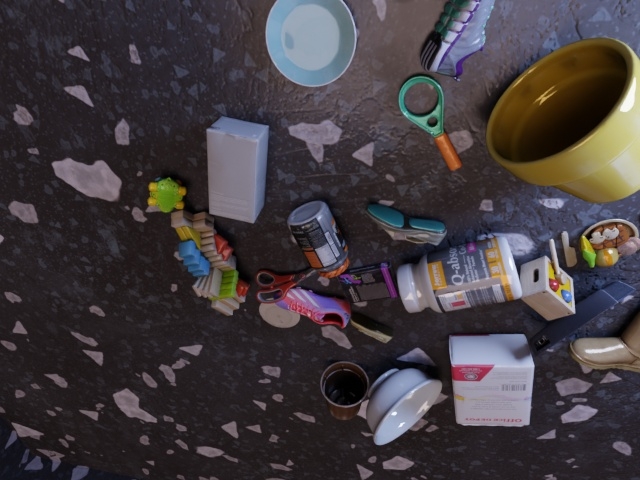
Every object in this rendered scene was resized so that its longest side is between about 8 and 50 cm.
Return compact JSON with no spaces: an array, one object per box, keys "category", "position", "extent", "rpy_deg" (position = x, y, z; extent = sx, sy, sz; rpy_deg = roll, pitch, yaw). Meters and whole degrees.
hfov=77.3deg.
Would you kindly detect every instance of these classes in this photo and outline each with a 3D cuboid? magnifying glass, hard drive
[{"category":"magnifying glass","position":[0.250,-0.253,0.879],"extent":[0.092,0.026,0.231],"rpy_deg":[-24,118,27]},{"category":"hard drive","position":[0.673,0.202,1.045],"extent":[0.172,0.054,0.254],"rpy_deg":[-8,143,-39]}]

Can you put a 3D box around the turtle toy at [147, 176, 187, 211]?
[{"category":"turtle toy","position":[-0.420,-0.123,1.096],"extent":[0.095,0.066,0.130],"rpy_deg":[7,133,-22]}]

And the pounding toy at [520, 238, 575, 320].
[{"category":"pounding toy","position":[0.577,0.099,1.008],"extent":[0.130,0.141,0.100],"rpy_deg":[36,141,-14]}]

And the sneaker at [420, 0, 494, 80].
[{"category":"sneaker","position":[0.281,-0.410,0.738],"extent":[0.098,0.083,0.223],"rpy_deg":[11,135,-22]}]

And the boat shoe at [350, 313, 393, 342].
[{"category":"boat shoe","position":[0.158,0.284,1.277],"extent":[0.153,0.056,0.048],"rpy_deg":[23,123,-14]}]

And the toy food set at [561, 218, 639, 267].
[{"category":"toy food set","position":[0.695,0.008,0.962],"extent":[0.192,0.038,0.132],"rpy_deg":[-18,120,24]}]

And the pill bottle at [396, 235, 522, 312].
[{"category":"pill bottle","position":[0.350,0.097,1.028],"extent":[0.279,0.162,0.162],"rpy_deg":[-16,121,22]}]

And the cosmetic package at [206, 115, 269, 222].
[{"category":"cosmetic package","position":[-0.205,-0.172,0.994],"extent":[0.127,0.107,0.237],"rpy_deg":[14,125,2]}]

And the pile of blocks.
[{"category":"pile of blocks","position":[-0.303,0.069,1.162],"extent":[0.113,0.148,0.361],"rpy_deg":[-12,122,21]}]

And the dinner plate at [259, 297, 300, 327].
[{"category":"dinner plate","position":[-0.139,0.248,1.340],"extent":[0.142,0.017,0.141],"rpy_deg":[6,128,8]}]

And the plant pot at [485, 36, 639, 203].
[{"category":"plant pot","position":[0.490,-0.191,0.747],"extent":[0.239,0.253,0.254],"rpy_deg":[28,128,-26]}]

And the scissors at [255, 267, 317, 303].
[{"category":"scissors","position":[-0.067,0.122,1.208],"extent":[0.298,0.021,0.108],"rpy_deg":[-12,92,17]}]

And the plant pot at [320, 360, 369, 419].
[{"category":"plant pot","position":[0.085,0.547,1.430],"extent":[0.167,0.166,0.165],"rpy_deg":[6,135,8]}]

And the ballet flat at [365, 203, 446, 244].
[{"category":"ballet flat","position":[0.211,-0.032,1.022],"extent":[0.214,0.072,0.068],"rpy_deg":[15,132,1]}]

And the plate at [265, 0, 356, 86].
[{"category":"plate","position":[-0.019,-0.414,0.821],"extent":[0.189,0.024,0.188],"rpy_deg":[6,126,9]}]

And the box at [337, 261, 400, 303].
[{"category":"box","position":[0.142,0.127,1.180],"extent":[0.162,0.029,0.116],"rpy_deg":[-12,121,19]}]

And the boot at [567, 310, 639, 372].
[{"category":"boot","position":[0.838,0.233,1.073],"extent":[0.237,0.089,0.269],"rpy_deg":[6,128,-5]}]

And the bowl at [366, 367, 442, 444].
[{"category":"bowl","position":[0.256,0.530,1.350],"extent":[0.298,0.134,0.297],"rpy_deg":[-23,136,-24]}]

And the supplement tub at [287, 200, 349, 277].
[{"category":"supplement tub","position":[0.000,0.000,1.063],"extent":[0.117,0.117,0.190],"rpy_deg":[-14,122,22]}]

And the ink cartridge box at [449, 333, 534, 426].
[{"category":"ink cartridge box","position":[0.530,0.442,1.262],"extent":[0.227,0.131,0.306],"rpy_deg":[-5,126,15]}]

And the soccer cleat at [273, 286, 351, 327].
[{"category":"soccer cleat","position":[-0.030,0.209,1.236],"extent":[0.248,0.095,0.082],"rpy_deg":[10,127,5]}]
